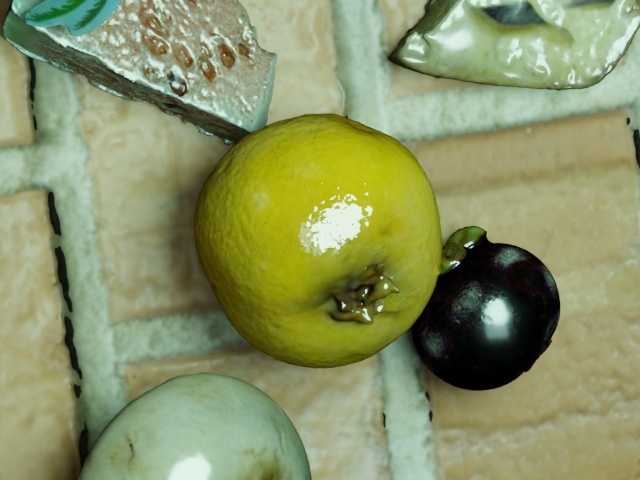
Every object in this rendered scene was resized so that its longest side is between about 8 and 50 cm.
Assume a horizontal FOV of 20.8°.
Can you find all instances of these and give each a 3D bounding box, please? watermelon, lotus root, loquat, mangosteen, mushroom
[{"bbox_3d":[-0.130,-0.167,1.438,0.241,0.094,0.154,39,75,-15],"label":"watermelon"},{"bbox_3d":[0.199,-0.214,1.513,0.170,0.074,0.261,36,87,-17],"label":"lotus root"},{"bbox_3d":[0.000,0.000,1.413,0.208,0.208,0.208,-1,95,-14],"label":"loquat"},{"bbox_3d":[0.129,0.053,1.495,0.151,0.137,0.137,43,84,8],"label":"mangosteen"},{"bbox_3d":[-0.111,0.217,1.433,0.226,0.178,0.226,-20,119,-39],"label":"mushroom"}]

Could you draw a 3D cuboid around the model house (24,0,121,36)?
[{"bbox_3d":[-0.151,-0.360,1.298,0.323,0.340,0.300,16,49,-3],"label":"model house"}]
